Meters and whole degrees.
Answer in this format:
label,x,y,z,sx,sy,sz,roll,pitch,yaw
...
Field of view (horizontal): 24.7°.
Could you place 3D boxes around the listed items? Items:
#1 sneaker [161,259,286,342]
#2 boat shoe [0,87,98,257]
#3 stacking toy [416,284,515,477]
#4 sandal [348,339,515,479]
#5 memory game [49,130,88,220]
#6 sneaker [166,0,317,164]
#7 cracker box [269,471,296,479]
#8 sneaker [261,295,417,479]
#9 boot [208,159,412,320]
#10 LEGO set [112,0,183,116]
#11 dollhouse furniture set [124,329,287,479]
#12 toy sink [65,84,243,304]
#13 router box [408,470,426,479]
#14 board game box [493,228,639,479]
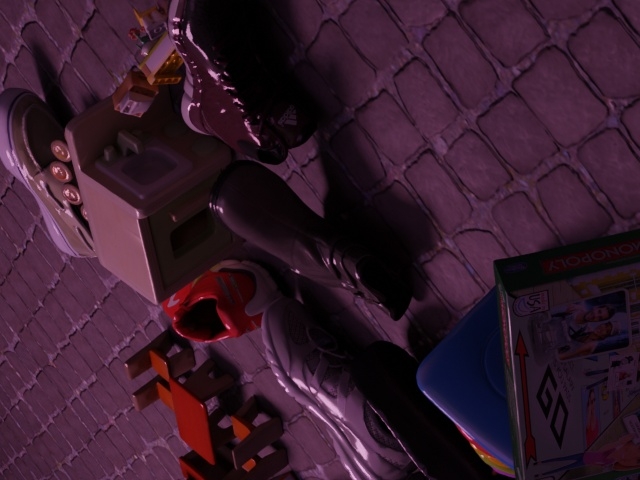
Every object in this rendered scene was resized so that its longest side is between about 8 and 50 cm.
label,x,y,z,sx,sy,sz,roll,pitch,yaw
sneaker,-0.158,0.083,1.947,0.279,0.118,0.107,-7,115,59
boat shoe,-0.373,-0.096,2.120,0.094,0.109,0.302,9,139,33
stacking toy,0.205,0.183,1.497,0.165,0.175,0.302,39,161,20
sandal,0.175,0.308,1.636,0.107,0.167,0.446,-46,69,17
memory game,-0.297,-0.082,2.020,0.186,0.012,0.186,16,133,18
sneaker,-0.068,-0.179,1.554,0.162,0.106,0.281,36,158,19
cracker box,-0.027,0.476,2.247,0.232,0.067,0.155,54,153,1
sneaker,0.039,0.175,1.808,0.115,0.105,0.281,-43,81,32
boot,0.000,0.000,1.597,0.161,0.083,0.246,24,171,40
LEGO set,-0.188,-0.260,1.614,0.107,0.132,0.287,55,160,16
dollhouse furniture set,-0.188,0.309,2.231,0.262,0.135,0.259,34,146,33
toy sink,-0.199,-0.064,1.811,0.131,0.153,0.234,32,145,35
router box,0.205,0.426,1.818,0.309,0.081,0.243,53,152,1
board game box,0.267,0.125,1.254,0.046,0.213,0.317,-104,2,-51
